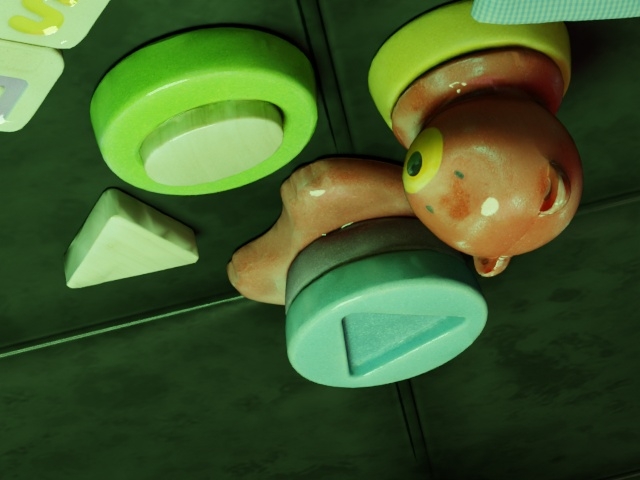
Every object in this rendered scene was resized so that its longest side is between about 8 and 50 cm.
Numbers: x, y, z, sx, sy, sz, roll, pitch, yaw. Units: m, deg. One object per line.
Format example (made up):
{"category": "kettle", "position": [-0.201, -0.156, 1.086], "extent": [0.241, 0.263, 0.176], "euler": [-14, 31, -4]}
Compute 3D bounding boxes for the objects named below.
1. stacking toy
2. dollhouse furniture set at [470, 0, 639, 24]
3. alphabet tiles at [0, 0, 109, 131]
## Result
{"category": "stacking toy", "position": [0.000, 0.000, 1.175], "extent": [0.279, 0.130, 0.309], "euler": [-2, 148, -19]}
{"category": "dollhouse furniture set", "position": [0.207, -0.107, 1.008], "extent": [0.303, 0.198, 0.286], "euler": [-5, 149, -13]}
{"category": "alphabet tiles", "position": [-0.239, -0.114, 0.889], "extent": [0.284, 0.021, 0.278], "euler": [8, 144, -32]}
